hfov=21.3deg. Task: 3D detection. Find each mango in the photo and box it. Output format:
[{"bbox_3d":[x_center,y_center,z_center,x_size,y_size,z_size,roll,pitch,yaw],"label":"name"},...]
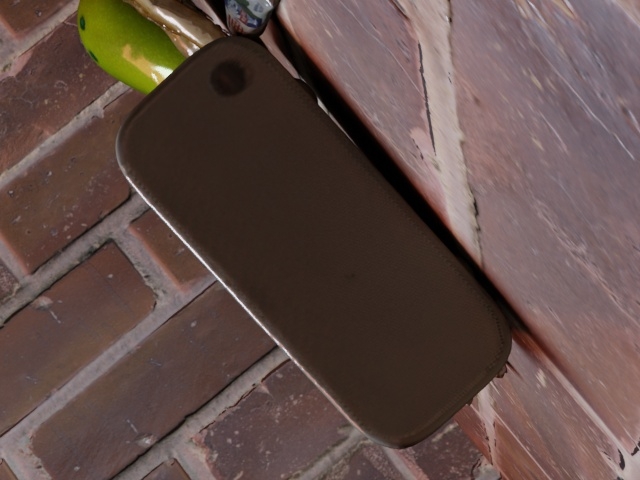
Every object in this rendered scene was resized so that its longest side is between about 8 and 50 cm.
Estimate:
[{"bbox_3d":[-0.211,-0.256,2.279,0.293,0.143,0.175,40,174,25],"label":"mango"}]

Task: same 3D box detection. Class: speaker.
[{"bbox_3d":[0.000,0.000,1.639,0.406,0.183,0.184,48,-177,3],"label":"speaker"}]

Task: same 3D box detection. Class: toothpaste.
[{"bbox_3d":[-0.064,-0.209,1.512,0.060,0.038,0.233,39,176,-1],"label":"toothpaste"}]

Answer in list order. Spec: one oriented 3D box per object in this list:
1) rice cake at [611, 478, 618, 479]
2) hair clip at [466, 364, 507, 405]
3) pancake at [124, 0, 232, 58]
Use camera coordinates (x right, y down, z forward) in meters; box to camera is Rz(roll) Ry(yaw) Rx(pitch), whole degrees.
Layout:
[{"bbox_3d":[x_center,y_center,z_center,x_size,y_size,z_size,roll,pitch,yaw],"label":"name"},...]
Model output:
[{"bbox_3d":[0.372,0.366,1.715,0.290,0.051,0.081,51,176,13],"label":"rice cake"},{"bbox_3d":[0.146,0.115,2.020,0.292,0.084,0.106,-123,13,-72],"label":"hair clip"},{"bbox_3d":[-0.144,-0.236,1.924,0.282,0.049,0.282,38,179,1],"label":"pancake"}]
